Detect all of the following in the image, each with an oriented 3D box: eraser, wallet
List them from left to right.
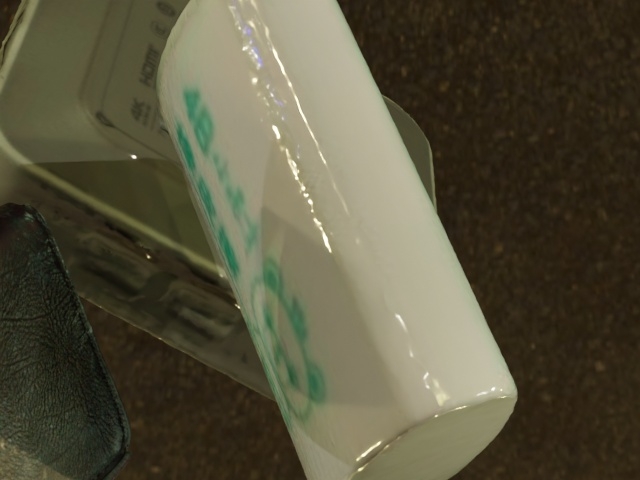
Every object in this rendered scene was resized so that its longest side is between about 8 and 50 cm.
[{"bbox_3d":[-0.209,0.119,0.657,0.045,0.318,0.172,-7,112,34],"label":"wallet"},{"bbox_3d":[0.000,0.000,0.810,0.104,0.290,0.189,-13,156,-25],"label":"eraser"}]

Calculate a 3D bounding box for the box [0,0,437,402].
[{"bbox_3d":[-0.079,-0.064,1.130,0.396,0.396,0.111,30,120,-19],"label":"box"}]
